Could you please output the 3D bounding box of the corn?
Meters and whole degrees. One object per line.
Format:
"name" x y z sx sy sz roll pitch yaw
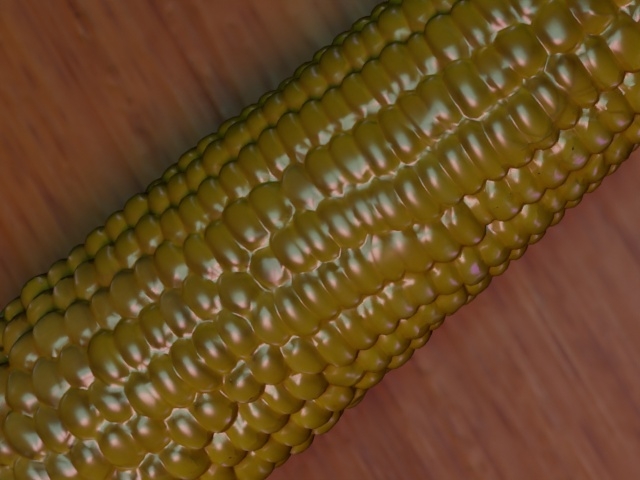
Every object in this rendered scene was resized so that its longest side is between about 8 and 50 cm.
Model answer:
"corn" 0.000 0.000 0.591 0.305 0.106 0.106 -40 85 12
